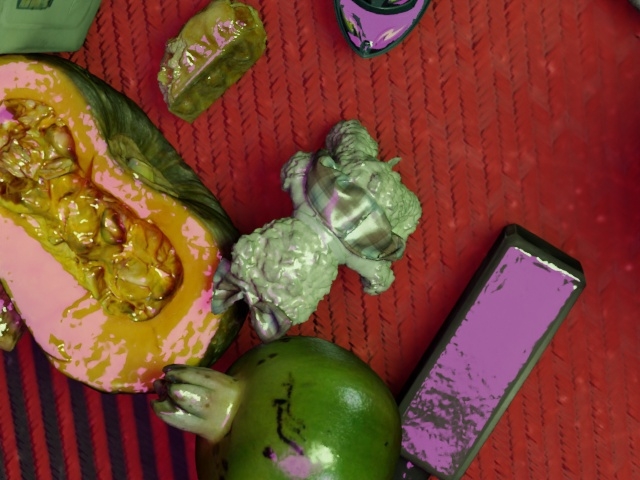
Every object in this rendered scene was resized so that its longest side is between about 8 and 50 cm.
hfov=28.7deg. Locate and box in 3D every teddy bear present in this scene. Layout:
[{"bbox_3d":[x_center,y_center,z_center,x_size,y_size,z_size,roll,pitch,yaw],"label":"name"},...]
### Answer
[{"bbox_3d":[0.014,-0.011,0.995,0.133,0.213,0.111,48,144,-5],"label":"teddy bear"}]

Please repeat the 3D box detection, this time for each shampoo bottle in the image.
[{"bbox_3d":[0.128,0.109,1.062,0.079,0.080,0.246,32,102,3],"label":"shampoo bottle"}]

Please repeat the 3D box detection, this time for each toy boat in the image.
[{"bbox_3d":[0.066,-0.265,1.001,0.093,0.103,0.246,16,104,4],"label":"toy boat"}]

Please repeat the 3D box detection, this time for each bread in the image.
[{"bbox_3d":[-0.094,-0.157,1.061,0.110,0.060,0.066,-43,107,13],"label":"bread"}]

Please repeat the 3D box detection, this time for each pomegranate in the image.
[{"bbox_3d":[-0.040,0.155,0.992,0.210,0.180,0.180,22,103,-22],"label":"pomegranate"}]

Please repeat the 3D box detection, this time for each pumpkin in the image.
[{"bbox_3d":[-0.210,-0.001,1.063,0.222,0.139,0.317,-41,93,10],"label":"pumpkin"}]

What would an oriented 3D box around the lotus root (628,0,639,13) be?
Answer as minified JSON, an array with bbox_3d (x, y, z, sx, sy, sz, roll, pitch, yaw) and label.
[{"bbox_3d":[0.273,-0.270,0.950,0.158,0.140,0.322,-10,100,9],"label":"lotus root"}]

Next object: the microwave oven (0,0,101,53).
[{"bbox_3d":[-0.245,-0.343,0.937,0.218,0.286,0.355,28,103,4],"label":"microwave oven"}]
